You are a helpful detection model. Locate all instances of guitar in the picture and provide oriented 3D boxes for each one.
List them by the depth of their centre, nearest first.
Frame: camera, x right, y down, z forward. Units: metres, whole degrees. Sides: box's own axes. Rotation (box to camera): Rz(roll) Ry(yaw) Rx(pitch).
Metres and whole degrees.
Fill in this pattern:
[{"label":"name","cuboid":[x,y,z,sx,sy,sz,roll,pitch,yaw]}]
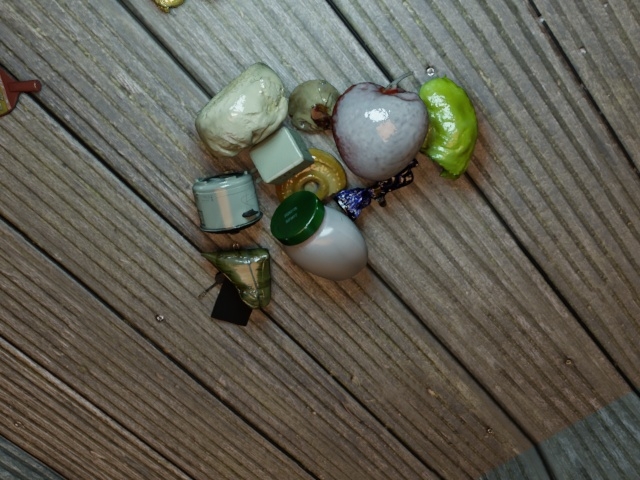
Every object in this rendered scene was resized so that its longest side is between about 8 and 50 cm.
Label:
[{"label":"guitar","cuboid":[-0.430,0.177,1.980,0.233,0.025,0.088,-37,112,14]}]

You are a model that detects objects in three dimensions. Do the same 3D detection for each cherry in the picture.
[{"label":"cherry","cuboid":[0.202,-0.363,1.563,0.326,0.291,0.335,-3,111,35]}]

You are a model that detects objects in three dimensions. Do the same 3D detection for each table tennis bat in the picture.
[{"label":"table tennis bat","cuboid":[-1.154,-0.545,1.682,0.310,0.038,0.200,-2,114,5]}]

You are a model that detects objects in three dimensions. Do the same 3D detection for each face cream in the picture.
[{"label":"face cream","cuboid":[0.000,0.000,1.751,0.312,0.219,0.357,-6,145,37]}]

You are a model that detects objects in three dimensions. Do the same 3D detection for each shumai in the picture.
[{"label":"shumai","cuboid":[-0.019,-0.461,1.656,0.201,0.120,0.201,0,116,0]}]

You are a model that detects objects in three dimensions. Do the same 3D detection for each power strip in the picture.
[{"label":"power strip","cuboid":[-0.159,-0.279,1.657,0.224,0.140,0.139,-30,86,16]}]

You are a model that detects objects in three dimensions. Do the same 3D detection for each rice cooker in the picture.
[{"label":"rice cooker","cuboid":[-0.341,-0.132,1.737,0.280,0.241,0.227,5,114,40]}]

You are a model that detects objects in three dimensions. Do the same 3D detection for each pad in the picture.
[{"label":"pad","cuboid":[-0.360,0.258,2.010,0.163,0.004,0.243,18,115,-13]}]

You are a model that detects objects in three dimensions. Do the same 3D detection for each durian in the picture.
[{"label":"durian","cuboid":[0.425,-0.390,1.638,0.255,0.204,0.340,19,115,6]}]

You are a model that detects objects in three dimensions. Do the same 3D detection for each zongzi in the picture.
[{"label":"zongzi","cuboid":[-0.337,0.159,1.893,0.274,0.125,0.251,-3,100,-7]}]

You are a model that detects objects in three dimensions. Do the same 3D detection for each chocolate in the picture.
[{"label":"chocolate","cuboid":[0.220,-0.199,1.768,0.343,0.126,0.148,-32,95,1]}]

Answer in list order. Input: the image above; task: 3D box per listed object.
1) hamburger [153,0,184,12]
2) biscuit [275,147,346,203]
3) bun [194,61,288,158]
[{"label":"hamburger","cuboid":[-0.497,-0.831,1.526,0.147,0.083,0.138,-42,103,15]},{"label":"biscuit","cuboid":[-0.053,-0.231,1.769,0.274,0.091,0.213,-31,111,15]},{"label":"bun","cuboid":[-0.246,-0.421,1.566,0.359,0.360,0.211,-35,116,14]}]
